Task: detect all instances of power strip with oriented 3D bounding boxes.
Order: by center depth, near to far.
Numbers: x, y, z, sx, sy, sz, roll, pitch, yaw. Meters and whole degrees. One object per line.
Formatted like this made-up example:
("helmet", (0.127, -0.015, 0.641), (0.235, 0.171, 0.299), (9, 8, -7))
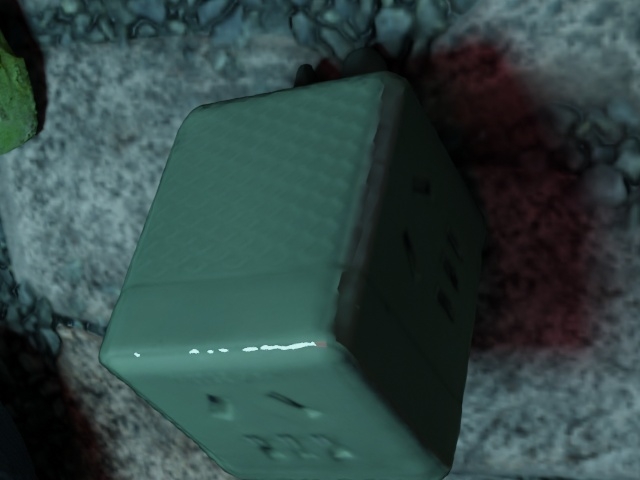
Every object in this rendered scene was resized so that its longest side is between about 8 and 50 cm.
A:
("power strip", (0.000, 0.000, 0.588), (0.139, 0.224, 0.140), (-7, 141, 29))

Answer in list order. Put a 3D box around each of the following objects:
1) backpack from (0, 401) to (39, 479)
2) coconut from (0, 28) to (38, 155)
("backpack", (-0.288, 0.262, 0.818), (0.283, 0.197, 0.317), (-30, 99, 31))
("coconut", (-0.257, -0.117, 0.719), (0.133, 0.055, 0.158), (-41, 95, 3))
